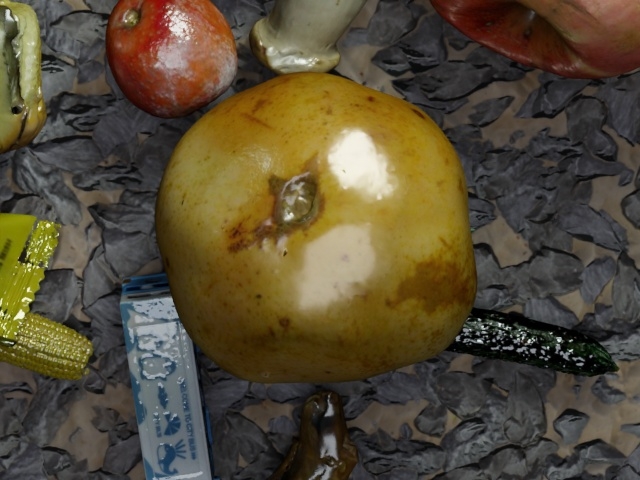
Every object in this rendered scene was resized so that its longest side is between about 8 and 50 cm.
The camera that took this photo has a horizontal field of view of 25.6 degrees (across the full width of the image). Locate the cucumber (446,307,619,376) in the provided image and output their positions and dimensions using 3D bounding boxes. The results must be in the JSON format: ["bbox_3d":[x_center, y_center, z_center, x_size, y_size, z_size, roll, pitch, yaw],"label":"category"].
[{"bbox_3d":[0.272,0.141,1.956,0.300,0.072,0.072,11,100,-7],"label":"cucumber"}]

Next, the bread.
[{"bbox_3d":[-0.433,-0.203,1.778,0.262,0.162,0.204,12,106,35],"label":"bread"}]

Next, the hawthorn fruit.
[{"bbox_3d":[-0.191,-0.243,1.788,0.173,0.173,0.173,-1,102,-5],"label":"hawthorn fruit"}]

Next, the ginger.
[{"bbox_3d":[-0.047,0.350,1.956,0.133,0.107,0.309,45,96,12],"label":"ginger"}]

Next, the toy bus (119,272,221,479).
[{"bbox_3d":[-0.204,0.198,1.894,0.106,0.131,0.297,-7,101,-3],"label":"toy bus"}]

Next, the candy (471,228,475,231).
[{"bbox_3d":[0.155,-0.014,1.936,0.123,0.035,0.035,3,133,-15],"label":"candy"}]

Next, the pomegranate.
[{"bbox_3d":[0.000,0.000,1.755,0.417,0.416,0.416,-1,102,-5],"label":"pomegranate"}]

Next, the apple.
[{"bbox_3d":[0.312,-0.384,1.707,0.364,0.364,0.364,-1,102,-5],"label":"apple"}]

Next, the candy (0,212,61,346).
[{"bbox_3d":[-0.507,0.012,1.833,0.297,0.081,0.187,22,71,-7],"label":"candy"}]

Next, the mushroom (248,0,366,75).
[{"bbox_3d":[0.032,-0.391,1.743,0.154,0.137,0.407,47,123,27],"label":"mushroom"}]

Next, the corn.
[{"bbox_3d":[-0.418,0.125,1.888,0.238,0.080,0.080,20,99,-8],"label":"corn"}]
